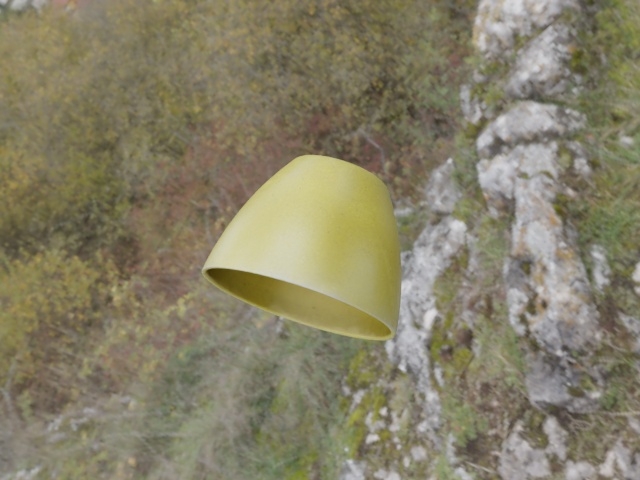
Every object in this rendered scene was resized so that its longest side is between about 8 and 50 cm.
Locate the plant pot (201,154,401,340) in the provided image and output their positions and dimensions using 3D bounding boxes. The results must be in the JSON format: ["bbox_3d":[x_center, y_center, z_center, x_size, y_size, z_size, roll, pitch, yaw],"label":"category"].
[{"bbox_3d":[0.000,0.000,0.589,0.134,0.134,0.095,3,68,48],"label":"plant pot"}]
